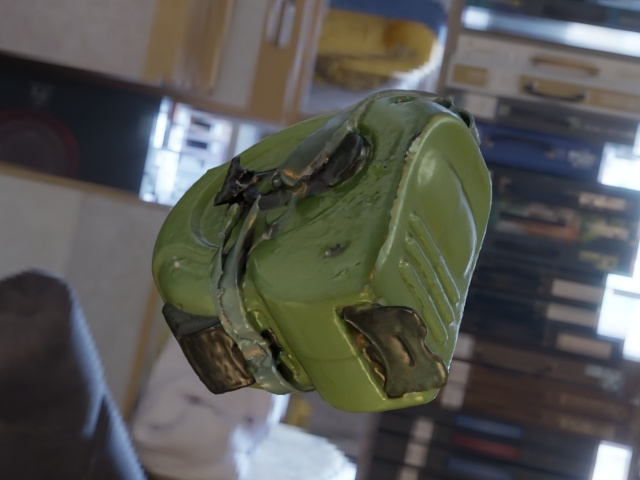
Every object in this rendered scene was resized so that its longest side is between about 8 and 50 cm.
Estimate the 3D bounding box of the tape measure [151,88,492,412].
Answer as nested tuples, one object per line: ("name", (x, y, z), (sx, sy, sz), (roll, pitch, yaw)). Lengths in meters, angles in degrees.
("tape measure", (0.000, 0.000, 0.678), (0.087, 0.154, 0.177), (61, 32, -25))
